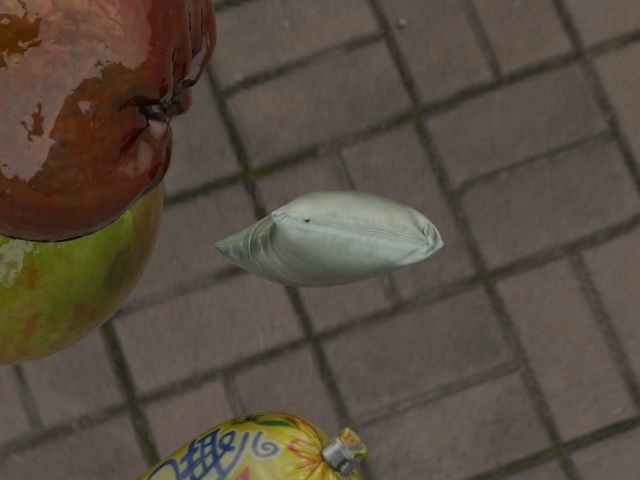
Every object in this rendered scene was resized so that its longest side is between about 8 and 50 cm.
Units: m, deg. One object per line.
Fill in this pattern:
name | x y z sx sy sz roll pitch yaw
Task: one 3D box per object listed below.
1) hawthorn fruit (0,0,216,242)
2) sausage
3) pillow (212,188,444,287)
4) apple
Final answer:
hawthorn fruit | -0.238 -0.152 1.132 0.298 0.277 0.277 24 74 -6
sausage | -0.102 0.213 0.887 0.347 0.123 0.123 -39 77 23
pillow | -0.001 0.000 1.269 0.144 0.254 0.078 1 85 -14
apple | -0.327 -0.049 1.482 0.340 0.339 0.339 1 74 -2
